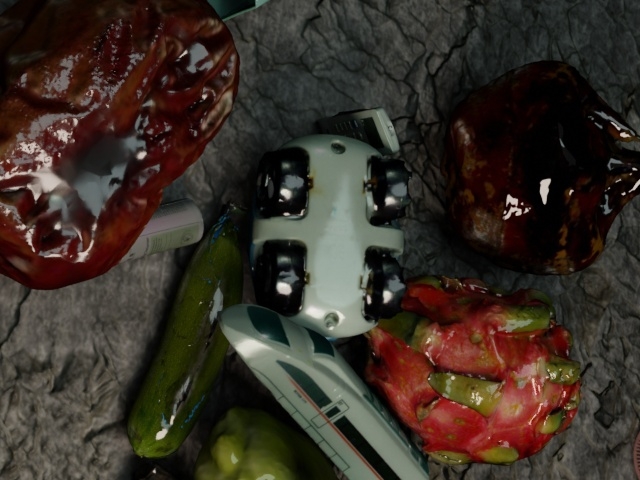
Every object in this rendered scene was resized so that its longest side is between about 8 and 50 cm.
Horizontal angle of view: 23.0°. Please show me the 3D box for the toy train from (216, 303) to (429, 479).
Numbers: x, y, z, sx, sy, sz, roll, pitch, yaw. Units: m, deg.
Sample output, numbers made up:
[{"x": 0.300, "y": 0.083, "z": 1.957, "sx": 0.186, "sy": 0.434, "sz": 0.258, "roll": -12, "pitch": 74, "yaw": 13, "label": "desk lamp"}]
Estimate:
[{"x": 0.011, "y": 0.190, "z": 1.886, "sx": 0.088, "sy": 0.086, "sz": 0.407, "roll": -31, "pitch": 133, "yaw": 8, "label": "toy train"}]

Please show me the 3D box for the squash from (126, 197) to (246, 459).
[{"x": -0.149, "y": 0.108, "z": 1.883, "sx": 0.087, "sy": 0.087, "sz": 0.331, "roll": 28, "pitch": 69, "yaw": -29, "label": "squash"}]

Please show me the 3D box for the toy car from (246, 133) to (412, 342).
[{"x": 0.000, "y": 0.000, "z": 1.933, "sx": 0.189, "sy": 0.190, "sz": 0.255, "roll": 2, "pitch": 84, "yaw": -16, "label": "toy car"}]

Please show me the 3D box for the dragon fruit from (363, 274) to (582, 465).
[{"x": 0.188, "y": 0.157, "z": 2.007, "sx": 0.303, "sy": 0.231, "sz": 0.237, "roll": 24, "pitch": 53, "yaw": 17, "label": "dragon fruit"}]

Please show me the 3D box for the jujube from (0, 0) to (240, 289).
[{"x": -0.260, "y": -0.133, "z": 1.722, "sx": 0.276, "sy": 0.276, "sz": 0.376, "roll": 42, "pitch": 61, "yaw": -24, "label": "jujube"}]

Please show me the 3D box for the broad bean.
[{"x": -0.050, "y": 0.305, "z": 1.846, "sx": 0.291, "sy": 0.119, "sz": 0.238, "roll": 41, "pitch": 22, "yaw": -59, "label": "broad bean"}]

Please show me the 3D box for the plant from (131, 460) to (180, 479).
[{"x": -0.169, "y": 0.327, "z": 1.841, "sx": 0.143, "sy": 0.094, "sz": 0.092, "roll": 46, "pitch": 74, "yaw": -17, "label": "plant"}]

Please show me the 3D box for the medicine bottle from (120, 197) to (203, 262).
[{"x": -0.234, "y": -0.003, "z": 1.849, "sx": 0.199, "sy": 0.058, "sz": 0.057, "roll": -15, "pitch": 94, "yaw": -35, "label": "medicine bottle"}]

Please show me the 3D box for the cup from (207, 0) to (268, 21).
[{"x": -0.049, "y": -0.375, "z": 1.970, "sx": 0.236, "sy": 0.134, "sz": 0.148, "roll": -29, "pitch": 134, "yaw": -39, "label": "cup"}]

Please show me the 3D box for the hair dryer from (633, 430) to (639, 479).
[{"x": 0.567, "y": 0.206, "z": 2.352, "sx": 0.210, "sy": 0.125, "sz": 0.352, "roll": -2, "pitch": 80, "yaw": -35, "label": "hair dryer"}]

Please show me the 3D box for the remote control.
[{"x": 0.048, "y": -0.136, "z": 1.988, "sx": 0.029, "sy": 0.166, "sz": 0.065, "roll": -26, "pitch": 100, "yaw": -26, "label": "remote control"}]

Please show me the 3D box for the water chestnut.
[{"x": 0.302, "y": -0.094, "z": 2.113, "sx": 0.289, "sy": 0.244, "sz": 0.289, "roll": 4, "pitch": 82, "yaw": -31, "label": "water chestnut"}]
